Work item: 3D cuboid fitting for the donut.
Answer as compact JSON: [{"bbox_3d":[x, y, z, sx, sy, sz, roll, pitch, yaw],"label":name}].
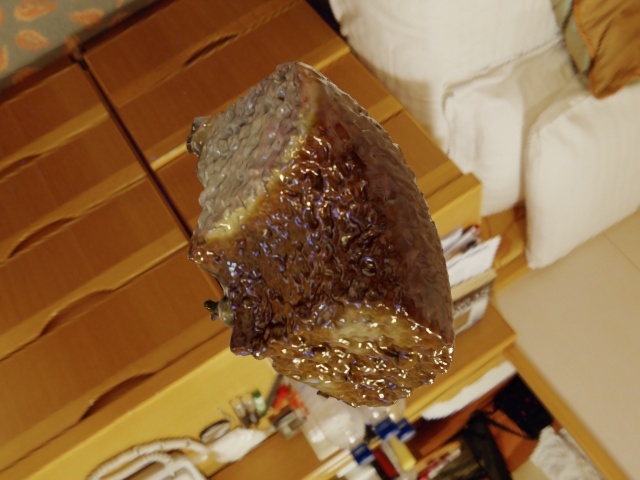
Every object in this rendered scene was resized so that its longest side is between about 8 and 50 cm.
[{"bbox_3d":[0.003,-0.009,0.429,0.144,0.187,0.126,14,149,-28],"label":"donut"}]
